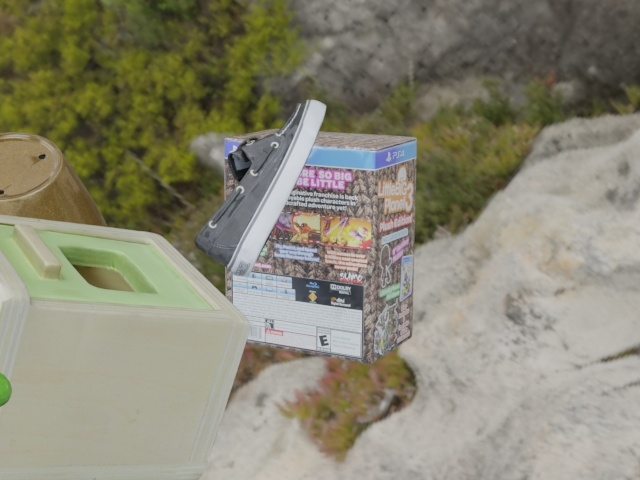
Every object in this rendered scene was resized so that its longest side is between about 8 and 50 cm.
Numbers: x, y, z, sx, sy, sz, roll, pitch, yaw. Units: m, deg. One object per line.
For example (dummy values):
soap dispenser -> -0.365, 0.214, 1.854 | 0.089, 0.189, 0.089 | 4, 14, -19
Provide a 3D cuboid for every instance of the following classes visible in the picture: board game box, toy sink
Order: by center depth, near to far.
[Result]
toy sink -> -0.190, 0.062, 0.715 | 0.153, 0.234, 0.131 | 38, 115, 51
board game box -> 0.000, 0.000, 1.544 | 0.232, 0.141, 0.291 | 7, 104, 27

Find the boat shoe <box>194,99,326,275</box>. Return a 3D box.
boat shoe -> -0.063, -0.067, 1.137 | 0.229, 0.076, 0.080 | -65, 3, -29

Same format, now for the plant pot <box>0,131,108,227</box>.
plant pot -> -0.330, 0.014, 1.248 | 0.237, 0.254, 0.237 | 2, 43, -2

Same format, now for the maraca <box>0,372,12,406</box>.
maraca -> -0.174, 0.081, 0.365 | 0.185, 0.127, 0.099 | -31, 85, 47
